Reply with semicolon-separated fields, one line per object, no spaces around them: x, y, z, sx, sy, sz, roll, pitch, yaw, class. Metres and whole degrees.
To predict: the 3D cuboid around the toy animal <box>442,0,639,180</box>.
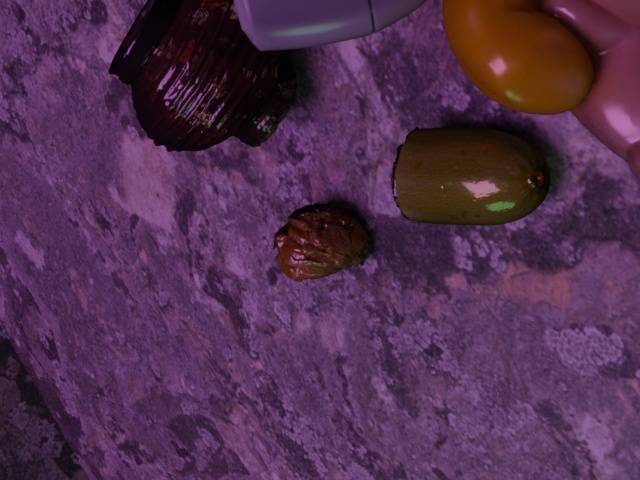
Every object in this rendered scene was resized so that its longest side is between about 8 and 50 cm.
0.264;-0.220;0.972;0.345;0.277;0.247;47;128;21;toy animal

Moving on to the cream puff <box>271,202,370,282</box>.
0.000;0.000;1.541;0.133;0.119;0.104;-5;94;22;cream puff

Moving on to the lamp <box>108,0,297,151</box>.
-0.145;-0.223;1.461;0.247;0.247;0.247;28;134;34;lamp

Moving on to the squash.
0.180;-0.074;1.279;0.186;0.123;0.123;3;117;44;squash

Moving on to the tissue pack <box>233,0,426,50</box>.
0.001;-0.355;1.040;0.229;0.236;0.333;-104;-2;-74;tissue pack
